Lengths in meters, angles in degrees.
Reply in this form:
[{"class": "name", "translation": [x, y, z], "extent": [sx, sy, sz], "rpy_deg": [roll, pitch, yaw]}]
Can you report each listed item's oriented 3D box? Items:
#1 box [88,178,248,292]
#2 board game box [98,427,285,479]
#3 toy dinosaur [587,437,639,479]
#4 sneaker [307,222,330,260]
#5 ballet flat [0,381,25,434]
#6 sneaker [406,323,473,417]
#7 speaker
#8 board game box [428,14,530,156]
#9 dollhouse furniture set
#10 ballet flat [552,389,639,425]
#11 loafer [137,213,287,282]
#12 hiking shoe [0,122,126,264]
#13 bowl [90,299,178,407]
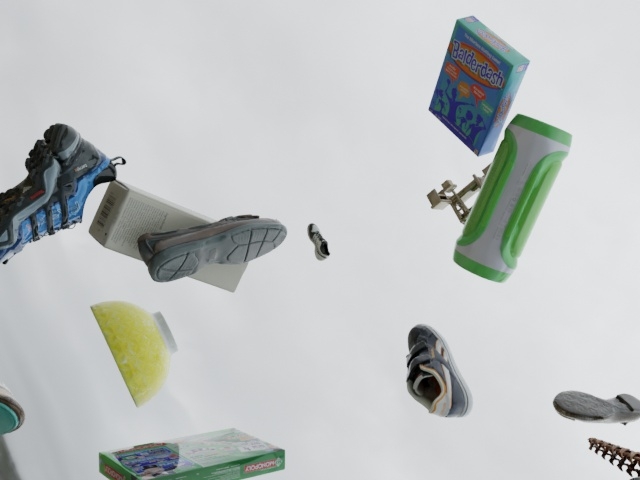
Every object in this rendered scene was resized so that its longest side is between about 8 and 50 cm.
[{"class": "box", "translation": [-0.258, -0.006, 1.408], "extent": [0.094, 0.275, 0.113], "rpy_deg": [27, -89, 52]}, {"class": "board game box", "translation": [-0.260, 0.448, 1.612], "extent": [0.213, 0.317, 0.046], "rpy_deg": [1, -87, 55]}, {"class": "toy dinosaur", "translation": [0.550, 0.433, 1.269], "extent": [0.322, 0.218, 0.165], "rpy_deg": [11, -60, 70]}, {"class": "sneaker", "translation": [0.000, 0.000, 1.661], "extent": [0.037, 0.031, 0.083], "rpy_deg": [-25, -94, 56]}, {"class": "ballet flat", "translation": [-0.655, 0.312, 1.498], "extent": [0.315, 0.106, 0.108], "rpy_deg": [-14, -66, 26]}, {"class": "sneaker", "translation": [0.294, 0.347, 2.175], "extent": [0.321, 0.127, 0.126], "rpy_deg": [61, -41, 48]}, {"class": "speaker", "translation": [0.351, -0.076, 1.462], "extent": [0.131, 0.131, 0.297], "rpy_deg": [35, -73, 48]}, {"class": "board game box", "translation": [0.292, -0.289, 1.494], "extent": [0.160, 0.047, 0.210], "rpy_deg": [50, -35, 32]}, {"class": "dollhouse furniture set", "translation": [0.410, -0.129, 2.134], "extent": [0.182, 0.160, 0.101], "rpy_deg": [-43, -118, 35]}, {"class": "ballet flat", "translation": [0.560, 0.346, 1.602], "extent": [0.084, 0.249, 0.058], "rpy_deg": [52, -53, 47]}, {"class": "loafer", "translation": [-0.181, -0.007, 1.349], "extent": [0.084, 0.267, 0.096], "rpy_deg": [52, -41, 27]}, {"class": "hiking shoe", "translation": [-0.452, -0.038, 1.279], "extent": [0.132, 0.304, 0.113], "rpy_deg": [34, 13, -39]}, {"class": "bowl", "translation": [-0.458, 0.265, 2.027], "extent": [0.289, 0.156, 0.290], "rpy_deg": [56, -18, 29]}]
